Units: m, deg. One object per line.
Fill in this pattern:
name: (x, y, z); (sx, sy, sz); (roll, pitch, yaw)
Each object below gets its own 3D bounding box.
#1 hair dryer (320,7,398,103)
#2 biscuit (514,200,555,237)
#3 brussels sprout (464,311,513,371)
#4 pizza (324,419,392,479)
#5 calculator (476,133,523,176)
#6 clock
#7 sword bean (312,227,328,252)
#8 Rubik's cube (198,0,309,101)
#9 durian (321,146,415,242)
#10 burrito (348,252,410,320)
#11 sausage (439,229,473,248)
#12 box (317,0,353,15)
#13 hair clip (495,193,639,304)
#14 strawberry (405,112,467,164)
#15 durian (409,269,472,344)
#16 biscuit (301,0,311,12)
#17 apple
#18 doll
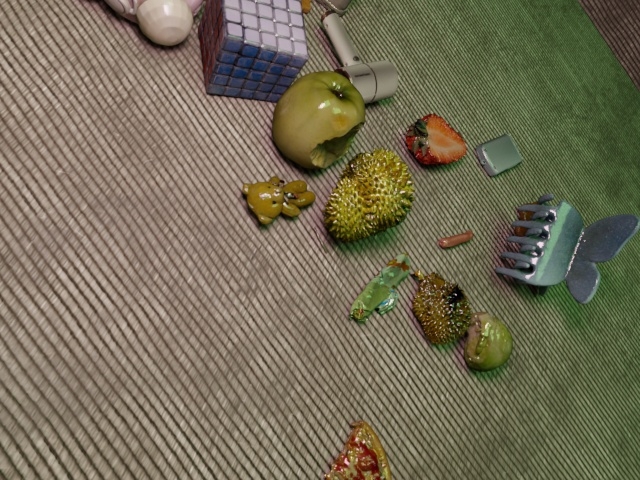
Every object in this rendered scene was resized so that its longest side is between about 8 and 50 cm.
hair dryer: (0.092, -0.619, 1.438); (0.203, 0.128, 0.361); (-22, 83, -28)
biscuit: (0.863, -0.051, 1.702); (0.291, 0.041, 0.208); (-9, 78, -25)
brussels sprout: (0.512, 0.313, 1.339); (0.146, 0.131, 0.183); (11, 87, -16)
pizza: (0.086, 0.567, 1.075); (0.199, 0.062, 0.188); (-23, 83, -31)
calculator: (0.707, -0.338, 1.715); (0.246, 0.045, 0.141); (-26, 86, -32)
clock: (-0.459, -0.718, 1.165); (0.342, 0.184, 0.325); (31, 66, -10)
sword bean: (0.000, 0.000, 1.249); (0.012, 0.012, 0.083); (-26, 87, -32)
Rubik's cube: (-0.190, -0.553, 1.206); (0.237, 0.237, 0.237); (0, 74, -29)
durian: (0.141, -0.115, 1.221); (0.225, 0.291, 0.291); (35, 61, -9)
burrito: (0.189, 0.148, 1.277); (0.288, 0.054, 0.104); (-39, 95, -33)
sausage: (0.467, -0.005, 1.482); (0.158, 0.036, 0.041); (-16, 93, -31)
box: (0.034, -0.987, 1.407); (0.352, 0.344, 0.177); (34, 63, -14)
hair clip: (0.783, 0.022, 1.475); (0.239, 0.392, 0.318); (23, 89, -6)
strawberry: (0.390, -0.338, 1.522); (0.286, 0.106, 0.188); (9, 74, -39)
durian: (0.371, 0.186, 1.307); (0.194, 0.138, 0.237); (-29, 88, -32)
biscuit: (-0.134, -0.816, 1.442); (0.226, 0.036, 0.165); (-18, 83, -34)
apple: (-0.003, -0.345, 1.235); (0.280, 0.279, 0.278); (9, 69, -25)
doll: (-0.104, -0.126, 1.192); (0.210, 0.097, 0.137); (-24, 80, -37)
